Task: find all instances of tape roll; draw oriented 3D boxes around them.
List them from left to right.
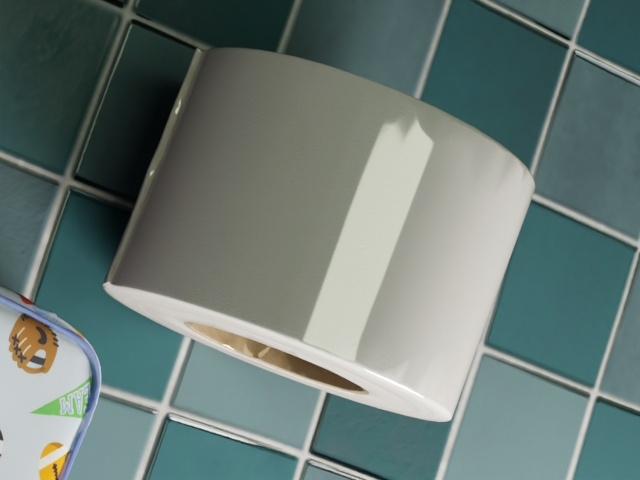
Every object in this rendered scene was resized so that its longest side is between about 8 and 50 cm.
[{"bbox_3d":[0.000,0.000,1.234,0.246,0.246,0.169,26,80,-31],"label":"tape roll"}]

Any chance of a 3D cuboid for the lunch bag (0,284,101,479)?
[{"bbox_3d":[-0.298,0.112,1.132,0.303,0.115,0.243,27,81,-32],"label":"lunch bag"}]
